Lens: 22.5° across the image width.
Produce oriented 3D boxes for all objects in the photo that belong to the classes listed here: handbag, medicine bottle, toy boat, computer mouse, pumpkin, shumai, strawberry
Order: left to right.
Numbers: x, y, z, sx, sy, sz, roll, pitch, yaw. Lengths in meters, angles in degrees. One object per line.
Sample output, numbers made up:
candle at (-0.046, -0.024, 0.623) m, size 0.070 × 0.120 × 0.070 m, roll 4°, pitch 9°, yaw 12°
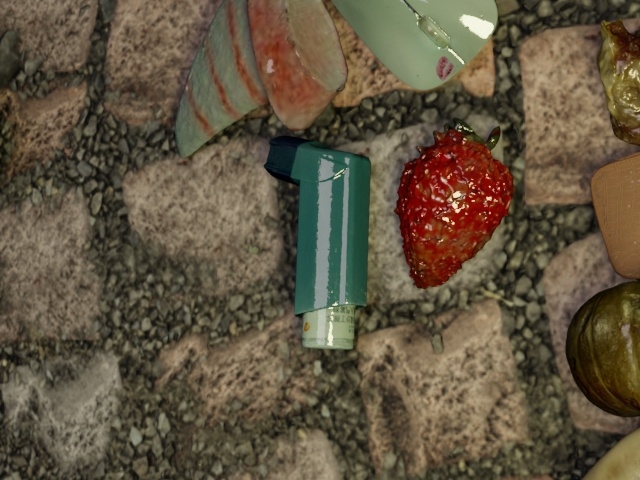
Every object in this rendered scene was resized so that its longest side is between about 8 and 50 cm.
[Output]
toy boat at (-0.100, -0.202, 1.988) m, size 0.282 × 0.096 × 0.206 m, roll -31°, pitch 79°, yaw 42°
medicine bottle at (0.000, 0.000, 1.906) m, size 0.124 × 0.079 × 0.258 m, roll -4°, pitch 83°, yaw 32°
computer mouse at (0.082, -0.314, 1.882) m, size 0.159 × 0.097 × 0.288 m, roll -42°, pitch 65°, yaw 19°
strawberry at (0.138, -0.046, 1.825) m, size 0.192 × 0.085 × 0.140 m, roll -41°, pitch 68°, yaw 23°
shumai at (0.350, -0.168, 1.699) m, size 0.123 × 0.105 × 0.139 m, roll 13°, pitch 100°, yaw 35°
pumpkin at (0.348, 0.092, 1.591) m, size 0.219 × 0.219 × 0.162 m, roll -5°, pitch 86°, yaw 31°
handbag at (0.389, -0.030, 1.675) m, size 0.193 × 0.072 × 0.151 m, roll -17°, pitch 75°, yaw 27°

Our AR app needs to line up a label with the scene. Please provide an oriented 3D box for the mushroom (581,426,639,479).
mushroom at (0.338, 0.329, 1.514) m, size 0.314 × 0.336 × 0.315 m, roll 2°, pitch 94°, yaw 32°
